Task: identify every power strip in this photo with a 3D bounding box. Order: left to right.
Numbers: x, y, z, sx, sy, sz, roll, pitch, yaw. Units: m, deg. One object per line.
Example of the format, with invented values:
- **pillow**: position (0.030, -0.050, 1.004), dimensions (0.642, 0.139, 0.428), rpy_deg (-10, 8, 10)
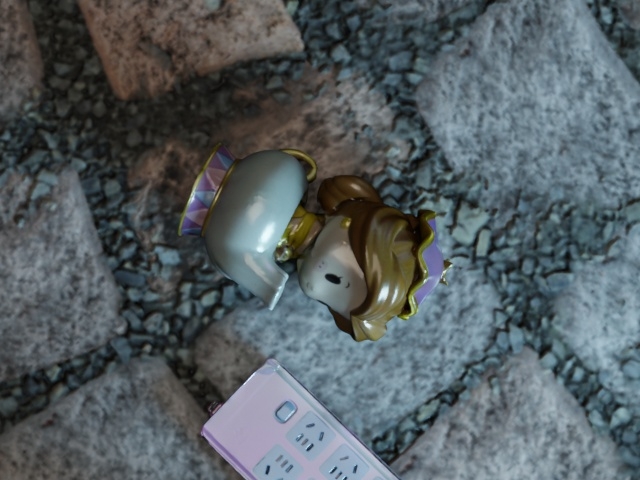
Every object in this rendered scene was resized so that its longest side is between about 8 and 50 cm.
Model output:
- **power strip**: position (0.007, 0.240, 1.761), dimensions (0.279, 0.037, 0.109), rpy_deg (44, 83, 5)

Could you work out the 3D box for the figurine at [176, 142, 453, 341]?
- **figurine**: position (0.000, 0.000, 1.750), dimensions (0.263, 0.142, 0.189), rpy_deg (23, 58, 2)
